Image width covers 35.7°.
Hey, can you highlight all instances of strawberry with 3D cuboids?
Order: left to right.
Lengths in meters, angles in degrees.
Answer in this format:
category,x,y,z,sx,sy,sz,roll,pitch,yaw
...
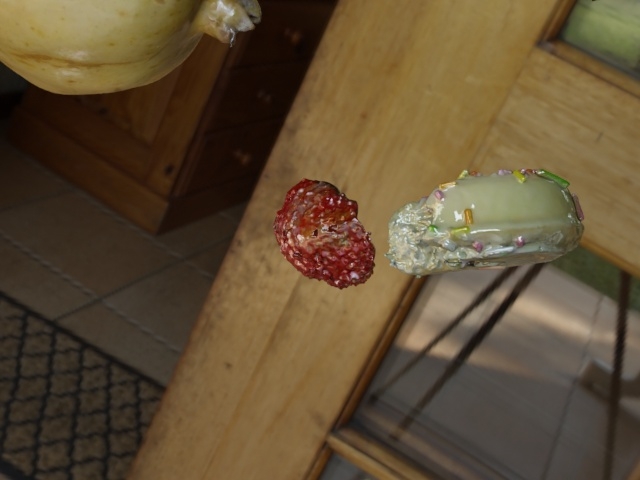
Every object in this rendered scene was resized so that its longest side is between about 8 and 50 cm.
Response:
category,x,y,z,sx,sy,sz,roll,pitch,yaw
strawberry,0.000,0.001,1.142,0.085,0.140,0.192,-28,34,-13

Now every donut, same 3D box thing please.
category,x,y,z,sx,sy,sz,roll,pitch,yaw
donut,0.281,-0.028,1.669,0.307,0.150,0.371,-4,-6,-9

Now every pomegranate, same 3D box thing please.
category,x,y,z,sx,sy,sz,roll,pitch,yaw
pomegranate,-0.213,-0.296,1.004,0.343,0.342,0.342,22,22,-9

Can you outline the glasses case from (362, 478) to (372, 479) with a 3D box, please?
category,x,y,z,sx,sy,sz,roll,pitch,yaw
glasses case,0.046,0.410,1.495,0.075,0.049,0.218,21,6,29
